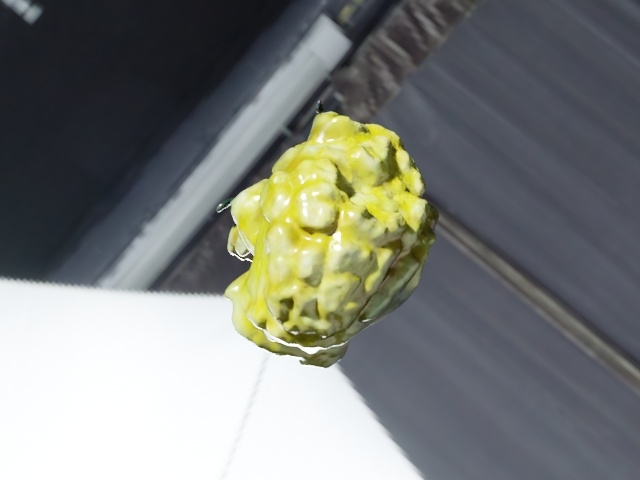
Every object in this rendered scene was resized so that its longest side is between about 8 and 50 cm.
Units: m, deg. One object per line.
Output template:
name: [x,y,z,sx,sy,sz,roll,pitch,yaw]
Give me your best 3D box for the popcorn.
popcorn: [0.002,-0.001,1.232,0.189,0.169,0.218,-44,4,39]
